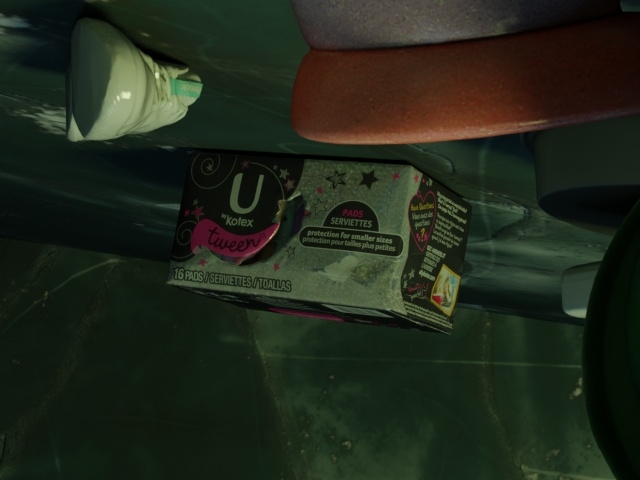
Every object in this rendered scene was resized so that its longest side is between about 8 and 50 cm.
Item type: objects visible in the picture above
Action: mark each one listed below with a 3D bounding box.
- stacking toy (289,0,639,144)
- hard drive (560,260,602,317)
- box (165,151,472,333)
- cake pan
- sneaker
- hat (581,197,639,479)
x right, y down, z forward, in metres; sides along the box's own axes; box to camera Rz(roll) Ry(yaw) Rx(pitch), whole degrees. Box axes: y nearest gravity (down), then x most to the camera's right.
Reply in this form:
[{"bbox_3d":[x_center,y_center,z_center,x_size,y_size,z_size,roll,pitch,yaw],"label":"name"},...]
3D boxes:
[{"bbox_3d":[0.149,-0.116,0.381,0.280,0.130,0.309,-19,-162,-42],"label":"stacking toy"},{"bbox_3d":[0.302,0.018,0.701,0.203,0.040,0.307,-2,175,-12],"label":"hard drive"},{"bbox_3d":[0.000,0.000,1.145,0.247,0.142,0.163,4,170,29],"label":"box"},{"bbox_3d":[0.286,-0.036,0.827,0.293,0.054,0.293,9,173,1],"label":"cake pan"},{"bbox_3d":[-0.125,-0.107,0.800,0.094,0.080,0.212,0,-177,-15],"label":"sneaker"},{"bbox_3d":[0.113,-0.004,0.310,0.184,0.173,0.209,28,166,-39],"label":"hat"}]
